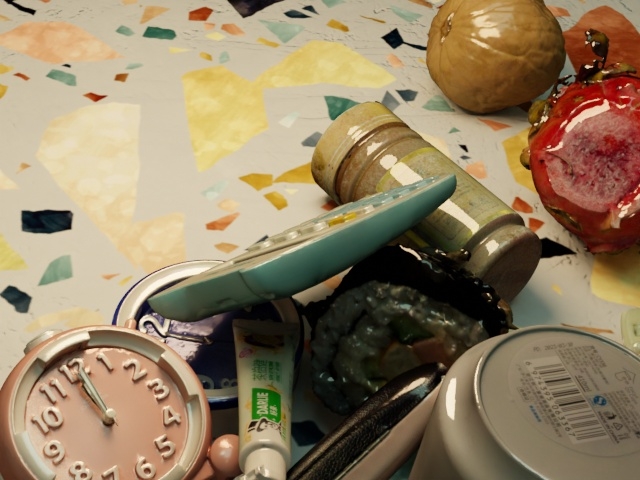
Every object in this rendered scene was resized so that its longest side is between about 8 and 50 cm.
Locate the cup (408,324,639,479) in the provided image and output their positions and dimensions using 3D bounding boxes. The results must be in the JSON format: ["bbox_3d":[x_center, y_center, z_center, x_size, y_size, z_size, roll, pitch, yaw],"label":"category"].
[{"bbox_3d":[0.218,0.240,1.038,0.237,0.326,0.323,28,42,18],"label":"cup"}]

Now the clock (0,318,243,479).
[{"bbox_3d":[-0.230,0.202,1.109,0.227,0.142,0.241,-29,76,-34],"label":"clock"}]

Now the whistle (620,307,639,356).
[{"bbox_3d":[0.414,0.181,1.305,0.102,0.105,0.253,17,41,-15],"label":"whistle"}]

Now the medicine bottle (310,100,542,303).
[{"bbox_3d":[0.141,-0.044,1.464,0.151,0.151,0.322,-25,52,-30],"label":"medicine bottle"}]

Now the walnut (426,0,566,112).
[{"bbox_3d":[0.286,-0.313,1.739,0.228,0.228,0.228,4,43,-4],"label":"walnut"}]

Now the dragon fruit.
[{"bbox_3d":[0.418,-0.118,1.517,0.269,0.250,0.291,43,19,14],"label":"dragon fruit"}]

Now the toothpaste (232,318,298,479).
[{"bbox_3d":[-0.058,0.167,1.137,0.058,0.056,0.314,46,16,-22],"label":"toothpaste"}]

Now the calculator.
[{"bbox_3d":[0.000,0.000,1.253,0.386,0.256,0.054,-30,99,-43],"label":"calculator"}]

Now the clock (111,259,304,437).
[{"bbox_3d":[-0.135,0.127,1.294,0.231,0.083,0.230,3,45,-3],"label":"clock"}]

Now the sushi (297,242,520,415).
[{"bbox_3d":[0.112,0.101,1.252,0.238,0.225,0.219,43,24,10],"label":"sushi"}]

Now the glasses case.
[{"bbox_3d":[0.016,0.239,1.084,0.314,0.122,0.075,-43,82,-3],"label":"glasses case"}]
